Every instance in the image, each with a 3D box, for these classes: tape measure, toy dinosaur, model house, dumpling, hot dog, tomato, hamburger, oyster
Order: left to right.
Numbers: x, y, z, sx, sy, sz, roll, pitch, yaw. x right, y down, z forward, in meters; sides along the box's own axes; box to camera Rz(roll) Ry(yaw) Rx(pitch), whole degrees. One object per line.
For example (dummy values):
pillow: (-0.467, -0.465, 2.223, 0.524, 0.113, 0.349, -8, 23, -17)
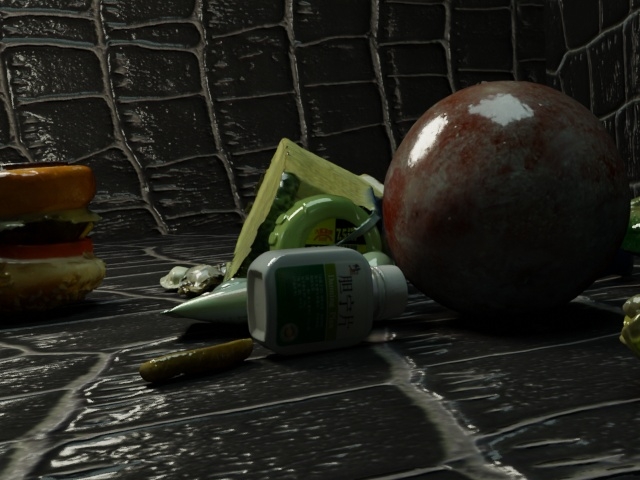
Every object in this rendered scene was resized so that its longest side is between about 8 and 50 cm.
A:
hamburger: (-0.535, 0.000, 1.409, 0.330, 0.250, 0.330, -7, 5, 1)
dumpling: (-0.267, 0.076, 1.567, 0.077, 0.043, 0.059, 12, 23, 4)
hot dog: (-0.128, 0.128, 0.887, 0.137, 0.028, 0.044, -5, -22, -43)
oyster: (-0.194, 0.069, 1.524, 0.166, 0.053, 0.108, 2, 19, -39)
model house: (0.000, 0.000, 1.439, 0.266, 0.261, 0.321, 21, 19, -10)
tape measure: (0.010, 0.019, 1.229, 0.200, 0.175, 0.106, -5, 3, -13)
tomato: (0.239, -0.051, 1.085, 0.317, 0.316, 0.282, -4, 44, -5)
toy dinosaur: (0.468, 0.019, 1.269, 0.301, 0.087, 0.447, -44, 14, -22)

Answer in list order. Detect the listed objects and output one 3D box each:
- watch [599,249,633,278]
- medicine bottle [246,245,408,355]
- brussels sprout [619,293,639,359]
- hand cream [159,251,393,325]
watch: (0.406, 0.035, 1.395, 0.275, 0.068, 0.276, -4, 6, -15)
medicine bottle: (0.009, 0.067, 0.974, 0.183, 0.119, 0.069, -4, 4, -28)
brussels sprout: (0.343, 0.072, 0.708, 0.151, 0.122, 0.149, -38, -15, 18)
hand cream: (-0.049, 0.082, 1.120, 0.306, 0.093, 0.147, -10, -8, 6)
